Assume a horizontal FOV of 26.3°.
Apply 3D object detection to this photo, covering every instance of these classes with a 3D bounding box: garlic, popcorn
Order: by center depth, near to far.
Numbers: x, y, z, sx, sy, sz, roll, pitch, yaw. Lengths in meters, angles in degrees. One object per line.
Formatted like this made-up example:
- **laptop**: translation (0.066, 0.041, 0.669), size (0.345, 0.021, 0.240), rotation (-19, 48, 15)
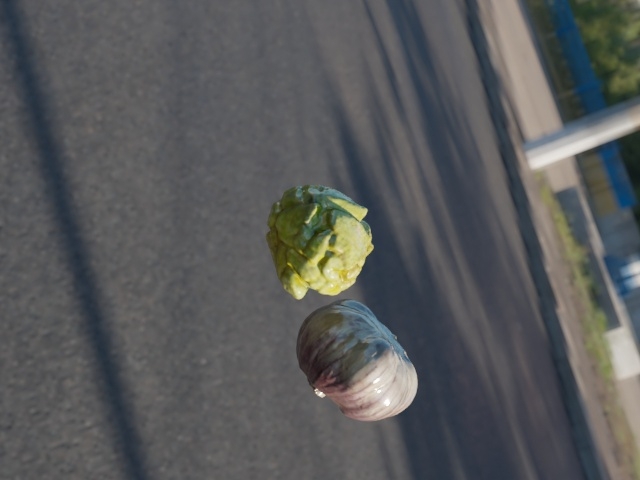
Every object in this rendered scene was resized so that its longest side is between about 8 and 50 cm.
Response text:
- **popcorn**: translation (0.000, 0.000, 1.436), size (0.106, 0.116, 0.120), rotation (-6, 36, -38)
- **garlic**: translation (0.035, 0.133, 1.481), size (0.147, 0.102, 0.159), rotation (38, 10, -31)
